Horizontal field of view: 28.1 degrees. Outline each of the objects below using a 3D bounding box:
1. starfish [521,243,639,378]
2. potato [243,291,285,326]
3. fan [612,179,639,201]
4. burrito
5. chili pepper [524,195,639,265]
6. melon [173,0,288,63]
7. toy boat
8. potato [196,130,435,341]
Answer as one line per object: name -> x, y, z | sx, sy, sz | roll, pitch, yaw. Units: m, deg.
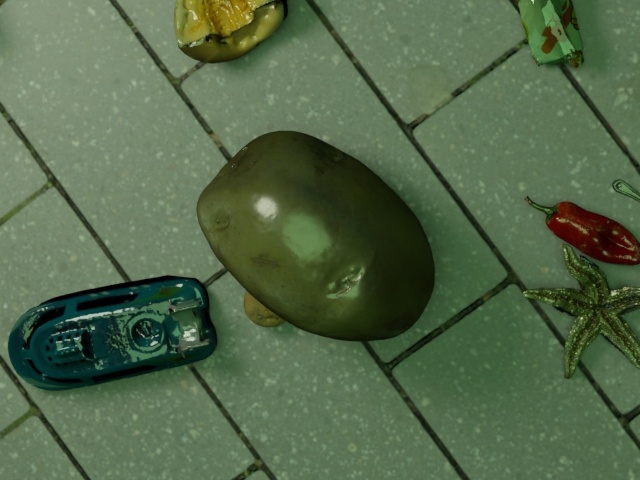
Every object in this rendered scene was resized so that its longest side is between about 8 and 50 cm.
starfish -> 0.369, 0.111, 1.725 | 0.208, 0.053, 0.176 | 31, 103, 5
potato -> -0.072, 0.077, 1.773 | 0.068, 0.062, 0.083 | -1, 70, -11
fan -> 0.491, -0.022, 1.726 | 0.220, 0.009, 0.132 | 32, 95, 3
burrito -> 0.271, -0.359, 1.713 | 0.104, 0.054, 0.288 | -16, 93, 9
chili pepper -> 0.360, -0.011, 1.720 | 0.191, 0.050, 0.059 | 25, 79, -3
melon -> -0.125, -0.319, 1.751 | 0.160, 0.079, 0.128 | -27, 72, 8
toy boat -> -0.300, 0.135, 1.784 | 0.299, 0.092, 0.134 | -13, 95, 6
potato -> 0.000, 0.000, 1.667 | 0.326, 0.243, 0.221 | 43, 109, 7
